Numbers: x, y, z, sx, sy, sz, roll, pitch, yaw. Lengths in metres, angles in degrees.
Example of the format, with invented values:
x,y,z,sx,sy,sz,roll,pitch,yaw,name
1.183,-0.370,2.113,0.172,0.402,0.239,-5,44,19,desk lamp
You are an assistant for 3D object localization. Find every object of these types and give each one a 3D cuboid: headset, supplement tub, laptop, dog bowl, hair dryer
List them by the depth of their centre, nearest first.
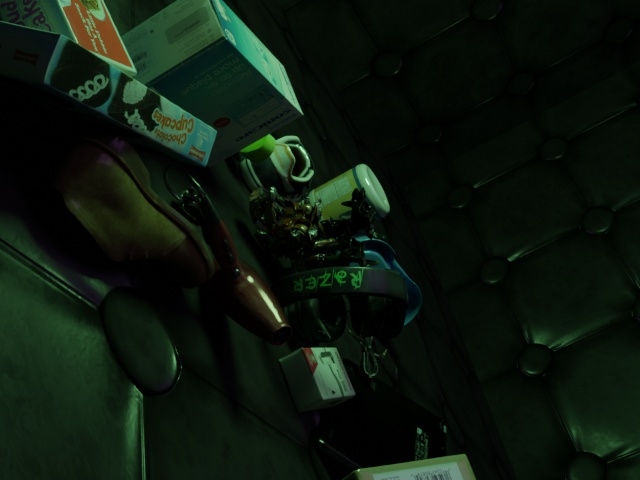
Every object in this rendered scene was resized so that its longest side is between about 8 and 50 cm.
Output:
x,y,z,sx,sy,sz,roll,pitch,yaw,name
-0.145,0.036,1.097,0.293,0.080,0.223,51,-10,2,hair dryer
0.050,0.152,1.406,0.394,0.243,0.185,52,32,-69,headset
0.134,0.492,1.468,0.408,0.236,0.382,33,15,1,laptop
0.057,-0.086,1.882,0.144,0.199,0.144,55,16,-24,supplement tub
0.139,0.102,1.929,0.297,0.166,0.074,54,5,-30,dog bowl

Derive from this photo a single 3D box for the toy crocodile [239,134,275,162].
x,y,z,sx,sy,sz,roll,pitch,yaw,name
-0.183,-0.302,1.634,0.115,0.105,0.341,46,21,-49,toy crocodile

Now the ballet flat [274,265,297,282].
x,y,z,sx,sy,sz,roll,pitch,yaw,name
-0.030,0.118,1.510,0.173,0.049,0.057,51,19,-38,ballet flat

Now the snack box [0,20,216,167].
x,y,z,sx,sy,sz,roll,pitch,yaw,name
-0.284,-0.173,0.910,0.322,0.187,0.060,25,83,-67,snack box

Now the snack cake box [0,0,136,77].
x,y,z,sx,sy,sz,roll,pitch,yaw,name
-0.379,-0.341,1.055,0.264,0.089,0.152,64,13,6,snack cake box

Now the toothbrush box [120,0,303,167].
x,y,z,sx,sy,sz,roll,pitch,yaw,name
-0.196,-0.272,1.312,0.295,0.216,0.126,34,32,-64,toothbrush box

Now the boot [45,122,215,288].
x,y,z,sx,sy,sz,roll,pitch,yaw,name
-0.242,-0.007,0.969,0.305,0.112,0.115,57,47,-49,boot

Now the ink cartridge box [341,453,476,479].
x,y,z,sx,sy,sz,roll,pitch,yaw,name
0.155,0.449,1.174,0.234,0.088,0.193,2,53,-33,ink cartridge box

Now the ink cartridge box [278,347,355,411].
x,y,z,sx,sy,sz,roll,pitch,yaw,name
-0.004,0.243,1.332,0.135,0.056,0.099,14,49,-62,ink cartridge box

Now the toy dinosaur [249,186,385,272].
x,y,z,sx,sy,sz,roll,pitch,yaw,name
0.000,0.000,1.493,0.322,0.218,0.164,30,51,-47,toy dinosaur

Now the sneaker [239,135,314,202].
x,y,z,sx,sy,sz,roll,pitch,yaw,name
-0.071,-0.160,1.733,0.126,0.127,0.321,61,13,2,sneaker
